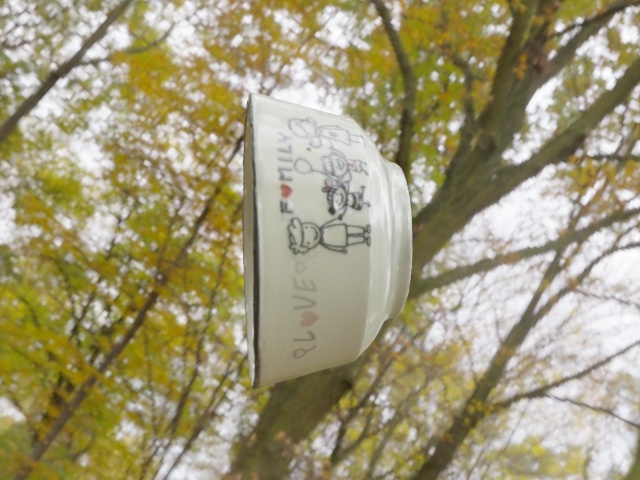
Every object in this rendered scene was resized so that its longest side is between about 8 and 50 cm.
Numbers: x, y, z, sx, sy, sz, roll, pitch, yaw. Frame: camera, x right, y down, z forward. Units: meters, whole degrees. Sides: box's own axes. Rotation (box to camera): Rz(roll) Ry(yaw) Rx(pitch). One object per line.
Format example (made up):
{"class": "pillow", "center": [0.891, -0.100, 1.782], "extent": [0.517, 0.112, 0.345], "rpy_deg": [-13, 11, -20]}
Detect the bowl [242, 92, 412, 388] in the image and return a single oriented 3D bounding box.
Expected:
{"class": "bowl", "center": [0.000, 0.000, 0.836], "extent": [0.126, 0.237, 0.237], "rpy_deg": [-1, -24, -8]}
